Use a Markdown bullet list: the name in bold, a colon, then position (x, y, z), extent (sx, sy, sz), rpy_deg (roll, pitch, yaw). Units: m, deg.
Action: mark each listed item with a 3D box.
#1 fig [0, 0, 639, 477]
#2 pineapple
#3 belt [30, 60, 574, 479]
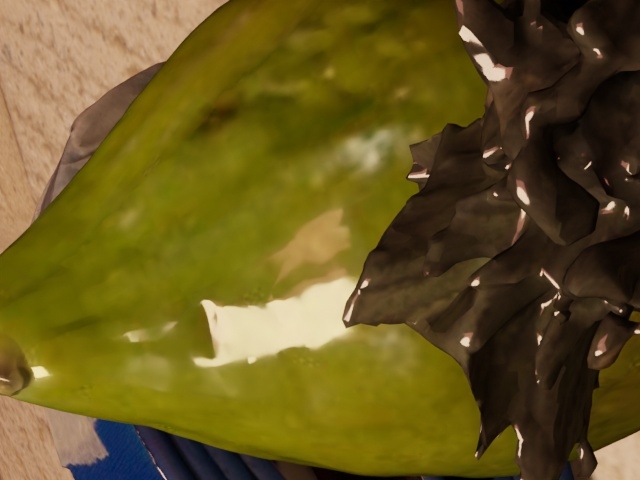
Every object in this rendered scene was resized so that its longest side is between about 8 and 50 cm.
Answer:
- **fig**: position (0.014, -0.025, 0.558), extent (0.233, 0.314, 0.233), rpy_deg (-169, 90, -68)
- **pineapple**: position (0.149, -0.089, 0.296), extent (0.362, 0.202, 0.202), rpy_deg (-51, 60, 25)
- **belt**: position (-0.017, 0.079, 0.726), extent (0.347, 0.212, 0.117), rpy_deg (58, 148, 13)
